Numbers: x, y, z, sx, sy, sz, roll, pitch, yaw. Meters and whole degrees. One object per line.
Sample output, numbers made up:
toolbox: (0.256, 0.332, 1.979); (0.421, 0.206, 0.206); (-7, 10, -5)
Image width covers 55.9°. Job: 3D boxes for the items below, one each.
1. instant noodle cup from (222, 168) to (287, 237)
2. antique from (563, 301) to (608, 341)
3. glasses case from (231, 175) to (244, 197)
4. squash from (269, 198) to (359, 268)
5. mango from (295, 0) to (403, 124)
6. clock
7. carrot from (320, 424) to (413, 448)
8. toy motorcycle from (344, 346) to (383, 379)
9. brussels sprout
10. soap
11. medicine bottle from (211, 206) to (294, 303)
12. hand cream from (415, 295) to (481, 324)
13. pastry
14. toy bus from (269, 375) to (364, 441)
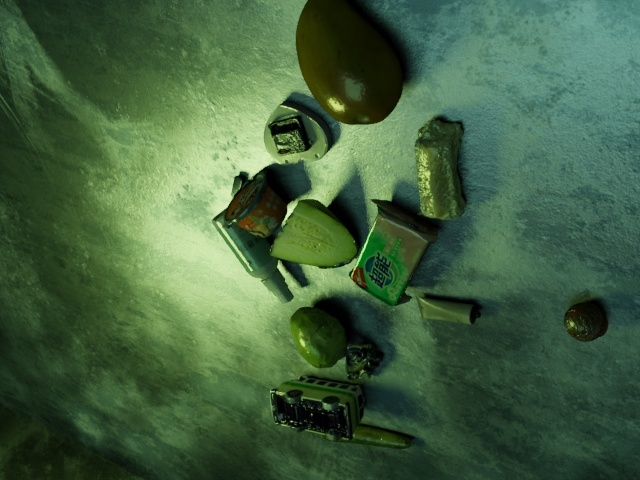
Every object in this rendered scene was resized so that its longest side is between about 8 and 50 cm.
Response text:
instant noodle cup: (-0.177, -0.088, 1.747); (0.125, 0.208, 0.177); (39, 178, -26)
antique: (0.656, 0.203, 1.500); (0.104, 0.104, 0.104); (15, 128, 21)
glasses case: (-0.248, -0.161, 1.823); (0.034, 0.023, 0.083); (33, 131, 17)
squash: (0.000, 0.000, 1.707); (0.155, 0.204, 0.237); (54, 136, 19)
mango: (0.056, -0.408, 1.376); (0.211, 0.173, 0.317); (-27, 99, 40)
clock: (-0.076, -0.283, 1.610); (0.198, 0.064, 0.172); (-6, 119, 32)
carrot: (0.162, 0.703, 2.164); (0.359, 0.074, 0.074); (-1, 121, 29)
toy motorcycle: (0.141, 0.396, 1.950); (0.124, 0.061, 0.193); (-7, 138, -2)
brussels sprout: (-0.012, 0.306, 1.919); (0.223, 0.161, 0.223); (38, 153, 23)
soap: (0.194, 0.034, 1.654); (0.218, 0.098, 0.273); (33, 130, 14)
medicine bottle: (-0.197, 0.051, 1.883); (0.110, 0.110, 0.351); (-21, 109, 39)
hand cream: (0.362, 0.200, 1.708); (0.186, 0.054, 0.087); (5, 129, 35)
pastry: (0.293, -0.164, 1.467); (0.122, 0.089, 0.258); (2, 126, 15)
toy bus: (-0.007, 0.569, 2.094); (0.306, 0.179, 0.143); (2, 108, 29)
